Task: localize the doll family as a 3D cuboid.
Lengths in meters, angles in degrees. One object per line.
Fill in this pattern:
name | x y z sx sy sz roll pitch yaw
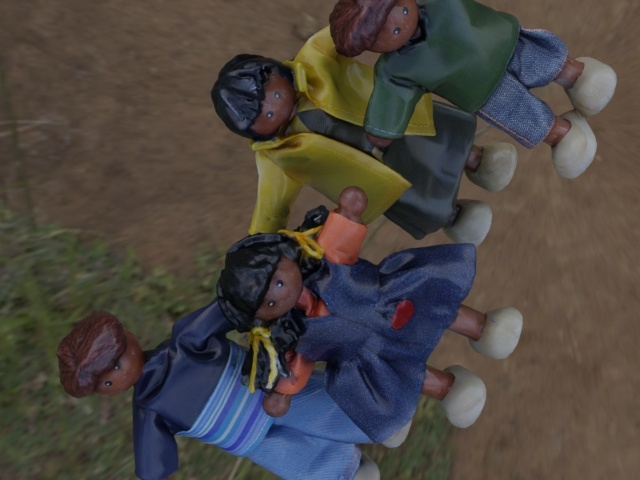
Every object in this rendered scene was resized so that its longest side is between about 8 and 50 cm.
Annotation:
doll family | 0.000 0.000 0.537 0.111 0.076 0.193 20 89 -34
